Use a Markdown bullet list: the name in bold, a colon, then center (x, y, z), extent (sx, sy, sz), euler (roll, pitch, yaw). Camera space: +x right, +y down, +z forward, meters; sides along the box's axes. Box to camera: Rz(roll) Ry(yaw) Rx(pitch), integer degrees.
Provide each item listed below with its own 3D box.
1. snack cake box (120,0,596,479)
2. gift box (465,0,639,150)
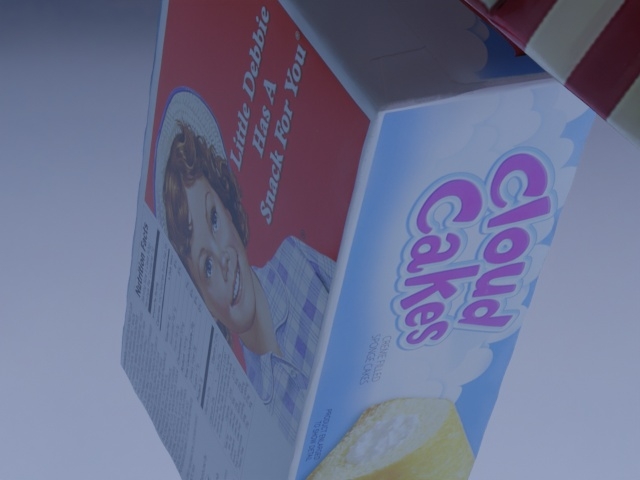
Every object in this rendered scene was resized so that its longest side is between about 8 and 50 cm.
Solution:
- **snack cake box**: center (0.000, 0.000, 0.656), extent (0.089, 0.264, 0.152), euler (-12, -133, -25)
- **gift box**: center (0.165, -0.131, 0.389), extent (0.255, 0.258, 0.276), euler (40, -159, 5)
